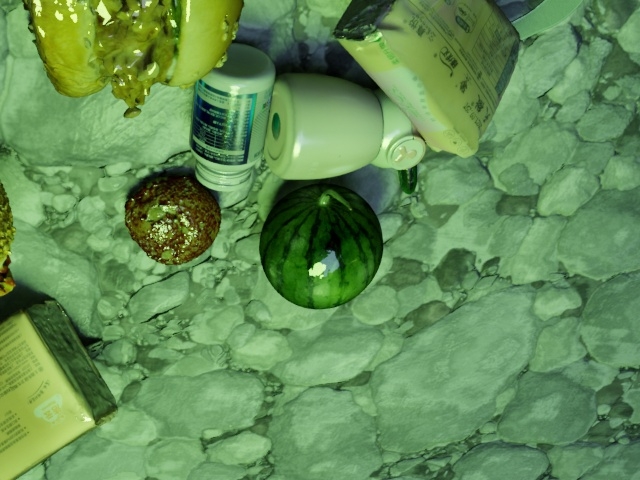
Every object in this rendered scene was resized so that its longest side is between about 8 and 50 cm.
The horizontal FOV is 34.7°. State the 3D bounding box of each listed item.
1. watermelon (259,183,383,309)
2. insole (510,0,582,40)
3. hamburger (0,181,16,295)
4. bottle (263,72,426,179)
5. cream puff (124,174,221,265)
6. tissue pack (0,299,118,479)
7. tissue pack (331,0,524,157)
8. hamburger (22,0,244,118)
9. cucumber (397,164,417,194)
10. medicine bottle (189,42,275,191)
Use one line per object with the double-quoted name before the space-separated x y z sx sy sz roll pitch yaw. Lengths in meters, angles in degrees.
"watermelon" 0.000 0.000 1.538 0.188 0.188 0.214 -12 133 -9
"insole" 0.319 -0.325 1.498 0.153 0.002 0.053 -27 131 5
"hamburger" -0.517 -0.042 1.285 0.179 0.276 0.294 -35 141 20
"bottle" 0.046 -0.160 1.451 0.237 0.147 0.147 -1 128 -20
"cream puff" -0.218 -0.025 1.516 0.149 0.084 0.149 -9 128 -12
"tissue pack" -0.484 0.258 1.597 0.305 0.238 0.238 -34 130 9
"tissue pack" 0.157 -0.268 1.360 0.257 0.123 0.215 41 67 -35
"hamburger" -0.213 -0.318 1.151 0.268 0.287 0.445 -8 134 -14
"cucumber" 0.132 -0.148 1.563 0.036 0.033 0.184 1 128 6
"medicine bottle" -0.125 -0.166 1.412 0.107 0.107 0.191 -2 131 -17
